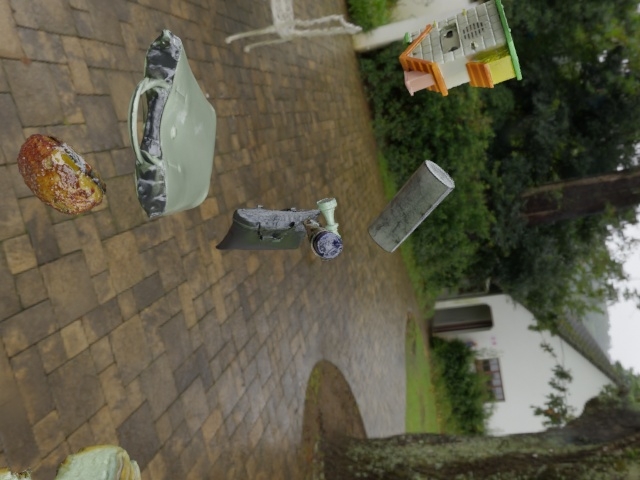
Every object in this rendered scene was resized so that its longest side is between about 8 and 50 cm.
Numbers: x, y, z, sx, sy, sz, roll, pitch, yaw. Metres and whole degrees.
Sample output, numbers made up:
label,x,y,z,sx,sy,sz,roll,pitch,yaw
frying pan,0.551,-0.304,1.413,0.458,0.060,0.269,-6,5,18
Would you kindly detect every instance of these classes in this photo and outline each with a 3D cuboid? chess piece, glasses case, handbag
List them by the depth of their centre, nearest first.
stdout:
label,x,y,z,sx,sy,sz,roll,pitch,yaw
handbag,-0.208,-0.148,0.775,0.315,0.109,0.241,179,-85,-80
handbag,-0.144,-0.033,1.504,0.211,0.254,0.089,-51,-132,54
chess piece,0.030,-0.046,1.587,0.059,0.059,0.149,-56,136,-69
glasses case,0.256,-0.094,1.591,0.114,0.299,0.060,45,39,7

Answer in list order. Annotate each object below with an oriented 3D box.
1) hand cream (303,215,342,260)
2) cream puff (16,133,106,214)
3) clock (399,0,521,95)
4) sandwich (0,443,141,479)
label,x,y,z,sx,sy,sz,roll,pitch,yaw
hand cream,0.000,0.000,0.766,0.062,0.039,0.163,61,-4,-8
cream puff,-0.683,-0.167,1.433,0.164,0.240,0.240,-49,138,-27
clock,0.324,-0.448,1.302,0.106,0.255,0.220,50,33,-44
sandwich,-0.371,0.398,0.692,0.249,0.273,0.095,-108,-173,-48
